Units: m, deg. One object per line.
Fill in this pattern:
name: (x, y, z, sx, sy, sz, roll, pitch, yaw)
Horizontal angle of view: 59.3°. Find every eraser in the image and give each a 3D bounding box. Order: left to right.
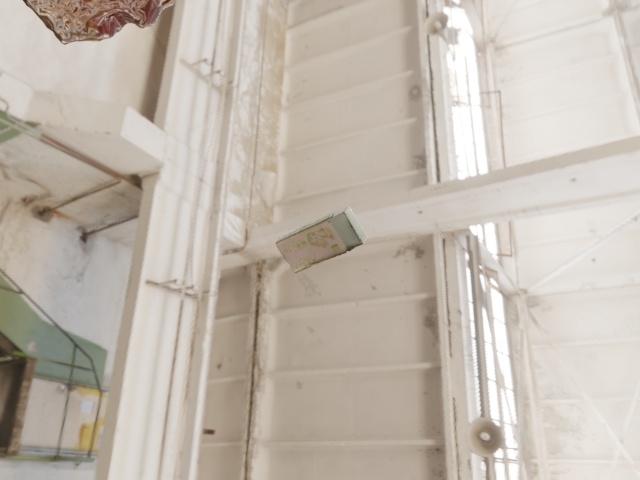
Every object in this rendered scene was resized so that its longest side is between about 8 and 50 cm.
eraser: (0.000, 0.000, 0.529, 0.083, 0.038, 0.019, -23, -165, 30)

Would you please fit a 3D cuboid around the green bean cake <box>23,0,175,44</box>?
green bean cake: (-0.069, -0.239, 0.327, 0.232, 0.097, 0.199, -18, -117, 2)
